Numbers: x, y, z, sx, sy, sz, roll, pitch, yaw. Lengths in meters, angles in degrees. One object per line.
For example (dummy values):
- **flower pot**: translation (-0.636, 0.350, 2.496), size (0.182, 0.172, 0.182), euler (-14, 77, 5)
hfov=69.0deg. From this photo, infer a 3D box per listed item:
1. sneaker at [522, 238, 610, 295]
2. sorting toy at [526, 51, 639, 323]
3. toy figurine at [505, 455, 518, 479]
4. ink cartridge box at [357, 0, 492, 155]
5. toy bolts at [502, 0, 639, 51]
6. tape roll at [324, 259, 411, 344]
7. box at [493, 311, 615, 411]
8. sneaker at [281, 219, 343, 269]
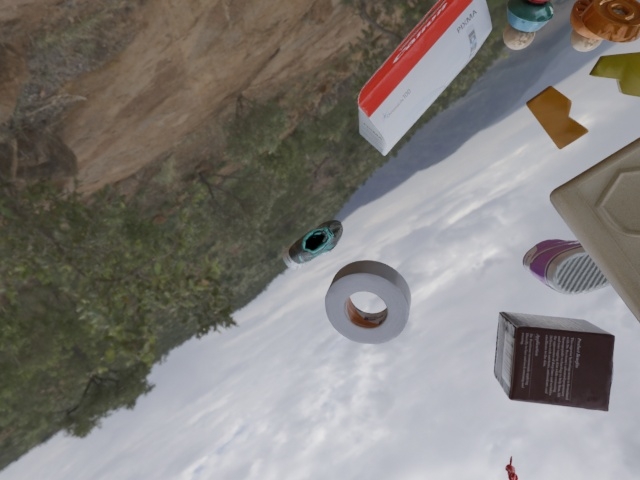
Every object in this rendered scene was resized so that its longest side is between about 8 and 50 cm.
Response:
- **sneaker**: translation (0.519, 0.022, 0.855), size (0.282, 0.102, 0.161), euler (-6, -171, -2)
- **sorting toy**: translation (0.370, -0.067, 0.478), size (0.229, 0.307, 0.041), euler (-36, -175, 30)
- **toy figurine**: translation (0.331, 0.670, 1.040), size (0.217, 0.362, 0.191), euler (-2, -168, 16)
- **ink cartridge box**: translation (0.205, -0.326, 0.878), size (0.308, 0.091, 0.385), euler (-47, 179, 5)
- **toy bolts**: translation (0.458, -0.399, 0.864), size (0.158, 0.229, 0.218), euler (94, 11, -60)
- **tape roll**: translation (0.124, 0.163, 1.214), size (0.219, 0.219, 0.072), euler (-32, -167, 26)
- **box**: translation (0.520, 0.267, 1.059), size (0.203, 0.168, 0.167), euler (5, -177, 8)
- **sneaker**: translation (0.000, 0.000, 0.946), size (0.166, 0.065, 0.076), euler (-38, 179, -40)
